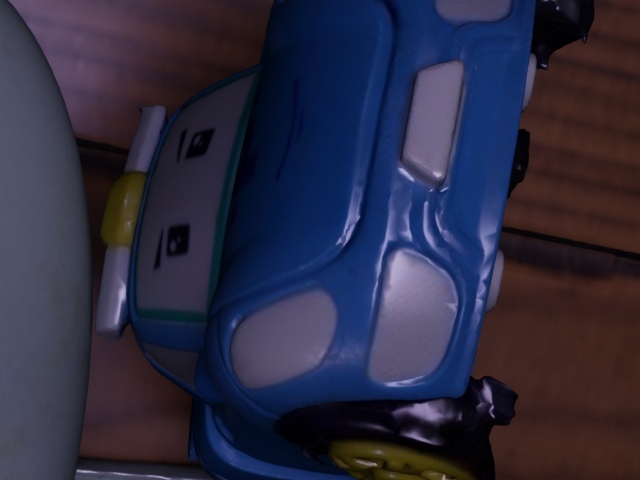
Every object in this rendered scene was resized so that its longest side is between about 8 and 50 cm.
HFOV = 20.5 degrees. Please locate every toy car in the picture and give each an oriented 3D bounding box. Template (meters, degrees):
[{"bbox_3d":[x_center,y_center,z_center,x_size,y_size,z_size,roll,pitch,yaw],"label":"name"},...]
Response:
[{"bbox_3d":[0.000,0.000,0.672,0.166,0.314,0.198,10,75,0],"label":"toy car"}]

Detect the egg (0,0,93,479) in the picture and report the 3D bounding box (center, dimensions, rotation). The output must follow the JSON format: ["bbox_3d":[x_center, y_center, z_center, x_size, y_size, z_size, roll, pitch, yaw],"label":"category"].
[{"bbox_3d":[-0.203,0.063,0.668,0.230,0.230,0.371,16,81,-16],"label":"egg"}]

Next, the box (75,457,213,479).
[{"bbox_3d":[0.011,0.205,0.761,0.311,0.182,0.175,6,96,-15],"label":"box"}]
